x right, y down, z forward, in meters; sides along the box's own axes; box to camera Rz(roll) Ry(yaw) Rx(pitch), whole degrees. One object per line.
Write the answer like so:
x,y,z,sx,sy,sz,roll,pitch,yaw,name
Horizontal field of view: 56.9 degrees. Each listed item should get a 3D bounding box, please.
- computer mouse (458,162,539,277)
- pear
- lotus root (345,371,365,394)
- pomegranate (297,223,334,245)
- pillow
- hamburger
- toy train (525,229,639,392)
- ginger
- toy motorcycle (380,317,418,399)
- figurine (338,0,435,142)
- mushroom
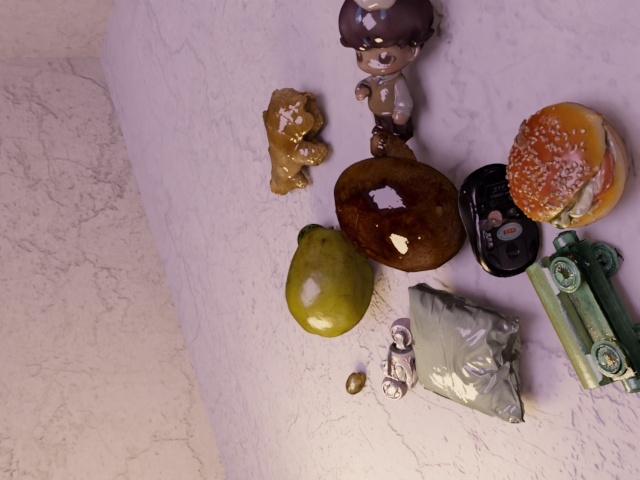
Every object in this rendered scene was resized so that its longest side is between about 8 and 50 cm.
0.362,-0.041,1.212,0.096,0.137,0.234,-176,74,-76,computer mouse
0.023,0.116,1.663,0.252,0.252,0.307,2,92,56,pear
0.105,0.446,1.823,0.049,0.054,0.099,-106,28,-46,lotus root
0.000,0.000,1.798,0.161,0.122,0.122,-21,81,22,pomegranate
0.330,0.262,1.348,0.309,0.138,0.284,16,118,50,pillow
0.434,-0.134,1.054,0.236,0.147,0.237,18,112,54,hamburger
0.483,0.138,1.087,0.189,0.126,0.308,-42,66,54,toy train
-0.067,-0.285,1.827,0.236,0.166,0.376,10,140,19,ginger
0.224,0.324,1.582,0.112,0.112,0.254,36,130,46,toy motorcycle
0.134,-0.410,1.362,0.218,0.206,0.365,-132,41,-55,figurine
0.178,-0.057,1.377,0.345,0.239,0.345,55,174,8,mushroom
